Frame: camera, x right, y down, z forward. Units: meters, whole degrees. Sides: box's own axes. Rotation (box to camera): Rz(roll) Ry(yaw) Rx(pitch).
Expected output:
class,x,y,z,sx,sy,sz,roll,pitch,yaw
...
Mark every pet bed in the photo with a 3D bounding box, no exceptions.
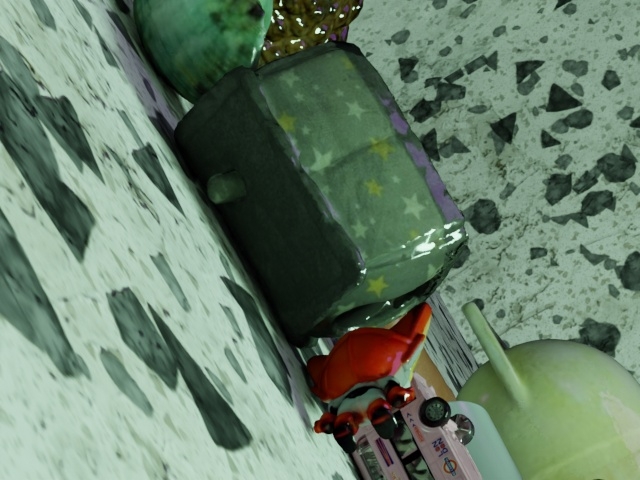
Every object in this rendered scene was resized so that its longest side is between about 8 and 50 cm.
class,x,y,z,sx,sy,sz,roll,pitch,yaw
pet bed,-0.008,-0.027,1.230,0.211,0.159,0.183,62,-20,13

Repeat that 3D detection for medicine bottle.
class,x,y,z,sx,sy,sz,roll,pitch,yaw
medicine bottle,0.270,0.260,1.671,0.406,0.235,0.236,63,6,23

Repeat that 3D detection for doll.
class,x,y,z,sx,sy,sz,roll,pitch,yaw
doll,0.033,0.100,1.145,0.057,0.109,0.169,61,12,-10

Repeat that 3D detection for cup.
class,x,y,z,sx,sy,sz,roll,pitch,yaw
cup,0.106,0.206,1.279,0.136,0.099,0.133,20,32,-39

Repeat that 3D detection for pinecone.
class,x,y,z,sx,sy,sz,roll,pitch,yaw
pinecone,-0.067,-0.280,1.621,0.243,0.243,0.257,58,-16,-15

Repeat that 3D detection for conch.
class,x,y,z,sx,sy,sz,roll,pitch,yaw
conch,-0.103,-0.198,1.399,0.188,0.122,0.176,-72,152,-80

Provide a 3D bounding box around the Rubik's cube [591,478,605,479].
class,x,y,z,sx,sy,sz,roll,pitch,yaw
Rubik's cube,0.220,0.361,1.277,0.254,0.254,0.254,58,5,-9

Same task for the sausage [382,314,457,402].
class,x,y,z,sx,sy,sz,roll,pitch,yaw
sausage,0.111,0.186,1.472,0.327,0.079,0.087,58,-6,-25

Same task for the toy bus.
class,x,y,z,sx,sy,sz,roll,pitch,yaw
toy bus,0.092,0.197,1.160,0.063,0.090,0.203,41,17,-54
